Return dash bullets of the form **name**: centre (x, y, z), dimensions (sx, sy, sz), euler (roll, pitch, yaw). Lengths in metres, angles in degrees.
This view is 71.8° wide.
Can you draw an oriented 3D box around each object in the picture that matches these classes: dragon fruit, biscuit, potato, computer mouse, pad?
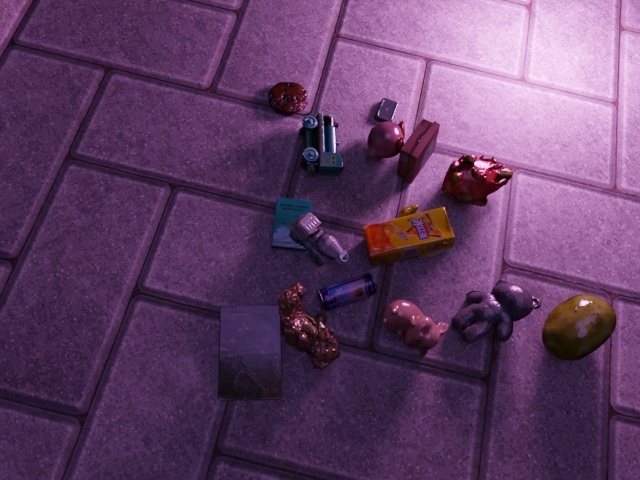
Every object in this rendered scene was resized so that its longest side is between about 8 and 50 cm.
- **dragon fruit**: centre (0.686, -0.282, 1.952), dimensions (0.307, 0.227, 0.243), euler (-41, 84, -17)
- **biscuit**: centre (-0.153, -0.684, 2.115), dimensions (0.192, 0.049, 0.192), euler (2, 69, -6)
- **potato**: centre (1.041, 0.349, 1.786), dimensions (0.216, 0.216, 0.304), euler (43, 84, 10)
- **computer mouse**: centre (-0.249, 0.314, 1.795), dimensions (0.096, 0.039, 0.066), euler (2, 80, -3)
- **pad**: centre (-0.277, 0.440, 1.746), dimensions (0.247, 0.007, 0.368), euler (0, 80, -3)

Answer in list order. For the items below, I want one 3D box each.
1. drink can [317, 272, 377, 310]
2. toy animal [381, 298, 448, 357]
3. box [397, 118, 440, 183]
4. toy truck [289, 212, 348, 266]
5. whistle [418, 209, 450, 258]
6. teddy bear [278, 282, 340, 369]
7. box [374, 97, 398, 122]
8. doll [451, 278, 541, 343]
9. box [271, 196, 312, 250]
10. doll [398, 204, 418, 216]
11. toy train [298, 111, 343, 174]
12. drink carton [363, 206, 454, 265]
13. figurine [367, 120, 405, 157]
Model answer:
- **drink can**: centre (0.111, 0.211, 1.823), dimensions (0.235, 0.097, 0.097), euler (-17, 74, -10)
- **toy animal**: centre (0.364, 0.342, 1.771), dimensions (0.250, 0.166, 0.154), euler (39, 31, 3)
- **box**: centre (0.433, -0.399, 1.978), dimensions (0.086, 0.215, 0.215), euler (31, 73, 18)
- **toy truck**: centre (0.000, 0.000, 1.831), dimensions (0.257, 0.140, 0.108), euler (48, 62, -6)
- **whistle**: centre (0.496, -0.026, 1.940), dimensions (0.126, 0.067, 0.258), euler (32, 71, 6)
- **teddy bear**: centre (-0.038, 0.330, 1.709), dimensions (0.222, 0.246, 0.296), euler (4, 101, 16)
- **box**: centre (0.319, -0.626, 2.136), dimensions (0.091, 0.031, 0.126), euler (22, 74, 4)
- **doll**: centre (0.711, 0.301, 1.828), dimensions (0.340, 0.158, 0.246), euler (-39, 47, 0)
- **box**: centre (-0.124, -0.071, 1.924), dimensions (0.160, 0.042, 0.227), euler (5, 72, -3)
- **doll**: centre (0.398, -0.096, 1.963), dimensions (0.113, 0.071, 0.135), euler (44, 80, -9)
- **toy train**: centre (0.003, -0.442, 2.014), dimensions (0.194, 0.120, 0.298), euler (1, 74, -11)
- **drink carton**: centre (0.367, -0.017, 1.857), dimensions (0.351, 0.111, 0.155), euler (-14, 62, 6)
- **figurine**: centre (0.297, -0.458, 2.013), dimensions (0.173, 0.173, 0.173), euler (1, 72, -3)
